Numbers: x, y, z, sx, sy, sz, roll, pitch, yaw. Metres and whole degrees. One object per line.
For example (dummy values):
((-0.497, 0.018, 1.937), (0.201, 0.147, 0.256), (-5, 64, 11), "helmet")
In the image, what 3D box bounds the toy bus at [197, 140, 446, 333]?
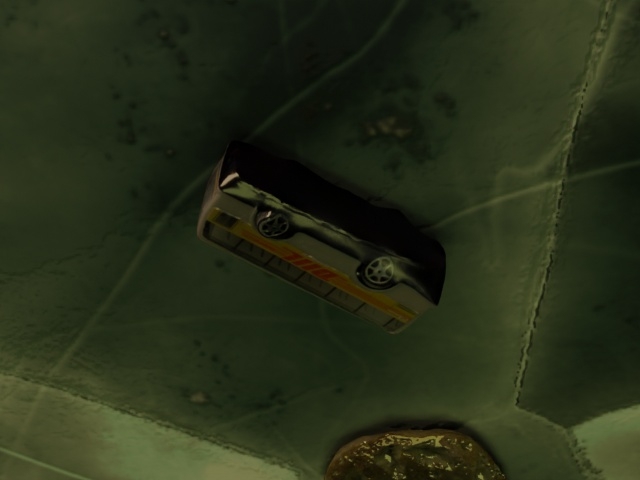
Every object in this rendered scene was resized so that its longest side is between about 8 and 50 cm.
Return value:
((0.000, 0.000, 0.853), (0.172, 0.057, 0.072), (26, 134, -17), "toy bus")

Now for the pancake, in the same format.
((0.076, 0.200, 1.027), (0.152, 0.025, 0.151), (2, 127, 2), "pancake")
